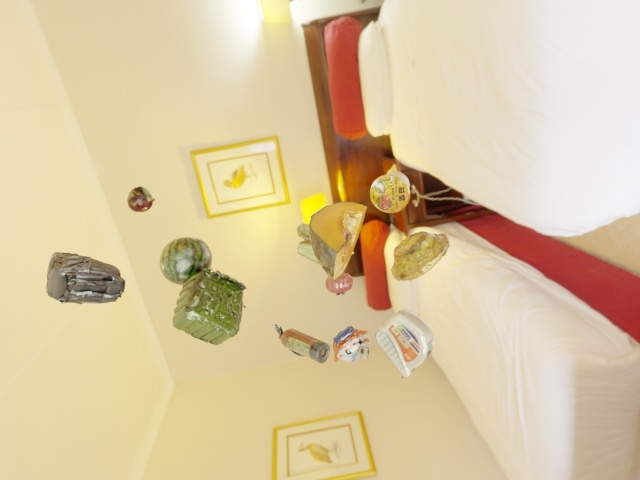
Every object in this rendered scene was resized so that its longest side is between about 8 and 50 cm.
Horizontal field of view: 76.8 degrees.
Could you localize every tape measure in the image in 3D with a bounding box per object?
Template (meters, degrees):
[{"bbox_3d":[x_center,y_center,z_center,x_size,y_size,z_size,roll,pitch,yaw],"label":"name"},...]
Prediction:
[{"bbox_3d":[0.405,0.479,1.916,0.130,0.265,0.258,-11,-123,-52],"label":"tape measure"}]

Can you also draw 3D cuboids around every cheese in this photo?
[{"bbox_3d":[0.136,0.485,1.914,0.129,0.217,0.329,46,170,32],"label":"cheese"}]

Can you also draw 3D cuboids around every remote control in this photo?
[{"bbox_3d":[-0.007,-0.113,1.660,0.014,0.096,0.039,37,148,28],"label":"remote control"}]

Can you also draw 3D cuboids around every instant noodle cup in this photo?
[{"bbox_3d":[0.394,-0.278,2.212,0.172,0.216,0.215,-51,-45,-58],"label":"instant noodle cup"}]

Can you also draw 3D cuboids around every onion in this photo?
[{"bbox_3d":[-0.818,-0.180,1.829,0.117,0.119,0.118,50,159,43],"label":"onion"}]

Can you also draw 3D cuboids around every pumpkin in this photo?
[{"bbox_3d":[0.034,0.004,1.288,0.312,0.148,0.169,-51,-22,-50],"label":"pumpkin"}]

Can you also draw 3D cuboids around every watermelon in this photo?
[{"bbox_3d":[-0.759,0.114,2.273,0.285,0.286,0.284,169,90,-88],"label":"watermelon"}]

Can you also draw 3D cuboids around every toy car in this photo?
[{"bbox_3d":[0.160,0.421,1.530,0.093,0.025,0.041,146,139,-74],"label":"toy car"}]

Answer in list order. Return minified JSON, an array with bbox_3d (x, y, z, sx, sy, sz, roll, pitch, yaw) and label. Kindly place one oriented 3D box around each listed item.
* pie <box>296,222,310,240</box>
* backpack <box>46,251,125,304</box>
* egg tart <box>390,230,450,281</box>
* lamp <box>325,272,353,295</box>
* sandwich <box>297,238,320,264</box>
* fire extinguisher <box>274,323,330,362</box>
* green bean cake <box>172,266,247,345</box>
[{"bbox_3d":[0.000,0.000,2.246,0.070,0.323,0.323,-55,9,13],"label":"pie"},{"bbox_3d":[-0.852,0.150,1.472,0.206,0.259,0.133,-60,33,26],"label":"backpack"},{"bbox_3d":[0.458,0.054,1.931,0.129,0.341,0.341,52,-178,-9],"label":"egg tart"},{"bbox_3d":[0.072,0.163,1.547,0.107,0.108,0.092,151,111,-88],"label":"lamp"},{"bbox_3d":[0.017,0.045,1.958,0.128,0.236,0.122,52,146,44],"label":"sandwich"},{"bbox_3d":[-0.117,0.609,2.301,0.376,0.113,0.200,13,112,40],"label":"fire extinguisher"},{"bbox_3d":[-0.557,0.342,2.087,0.335,0.218,0.318,30,-139,-32],"label":"green bean cake"}]
